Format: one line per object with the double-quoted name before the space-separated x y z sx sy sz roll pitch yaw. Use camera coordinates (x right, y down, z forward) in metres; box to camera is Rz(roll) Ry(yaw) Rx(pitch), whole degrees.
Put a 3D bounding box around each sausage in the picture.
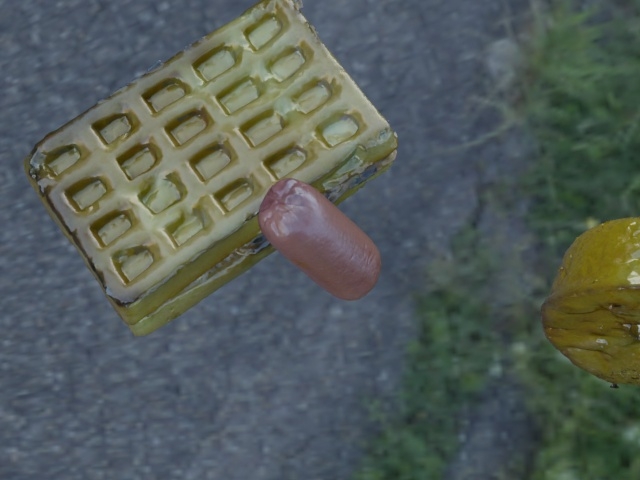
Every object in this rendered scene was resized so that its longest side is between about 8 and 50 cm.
"sausage" 0.000 0.000 1.438 0.154 0.062 0.062 41 57 -51

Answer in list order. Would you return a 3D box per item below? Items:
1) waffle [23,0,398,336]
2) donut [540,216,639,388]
"waffle" -0.107 -0.080 1.656 0.327 0.098 0.224 -34 70 -6
"donut" 0.373 0.068 1.836 0.277 0.277 0.108 27 58 -32
